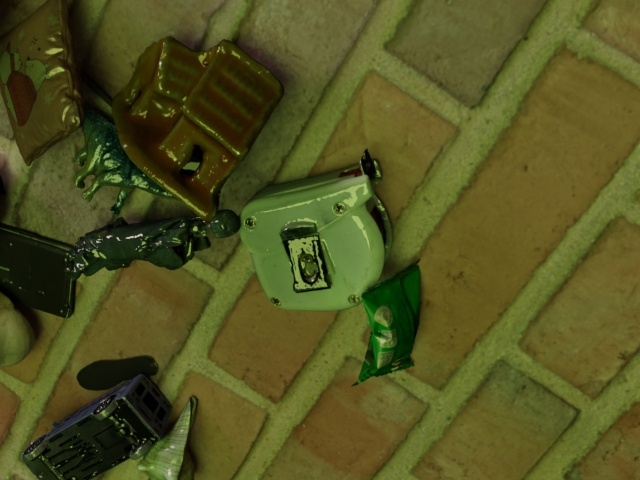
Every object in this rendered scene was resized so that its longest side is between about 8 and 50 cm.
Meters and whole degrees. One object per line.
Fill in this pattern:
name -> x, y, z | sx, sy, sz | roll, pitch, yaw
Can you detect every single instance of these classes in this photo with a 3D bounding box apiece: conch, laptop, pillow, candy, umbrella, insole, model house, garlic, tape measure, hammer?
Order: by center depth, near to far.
model house -> -0.196, -0.211, 1.432 | 0.268, 0.173, 0.239 | 38, 116, 0
tape measure -> 0.000, -0.001, 1.489 | 0.243, 0.125, 0.246 | -13, 107, 21
pillow -> -0.466, -0.262, 1.503 | 0.223, 0.084, 0.236 | -15, 85, 44
candy -> 0.121, 0.144, 1.512 | 0.078, 0.141, 0.203 | 16, 118, 27
umbrella -> -0.281, 0.006, 1.535 | 0.348, 0.143, 0.094 | -10, 117, 30
hammer -> -0.304, -0.182, 1.561 | 0.292, 0.029, 0.058 | 43, 114, -2
laptop -> -0.566, 0.055, 1.731 | 0.207, 0.026, 0.154 | 16, 116, 10
garlic -> -0.672, 0.178, 1.736 | 0.229, 0.143, 0.178 | 26, 126, -6
conch -> -0.301, 0.430, 1.745 | 0.114, 0.137, 0.234 | 3, 120, -3
insole -> -0.401, 0.259, 1.778 | 0.188, 0.004, 0.064 | -14, 108, 21

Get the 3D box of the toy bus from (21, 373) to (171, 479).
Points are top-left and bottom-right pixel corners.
toy bus -> -0.438, 0.380, 1.769 | 0.292, 0.133, 0.125 | -31, 105, 22

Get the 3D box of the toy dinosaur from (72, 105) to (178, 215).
toy dinosaur -> -0.366, -0.144, 1.565 | 0.147, 0.076, 0.363 | -44, 87, 17

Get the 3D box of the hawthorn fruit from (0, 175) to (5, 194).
hawthorn fruit -> -0.697, -0.060, 1.641 | 0.251, 0.189, 0.190 | -12, 108, 28
